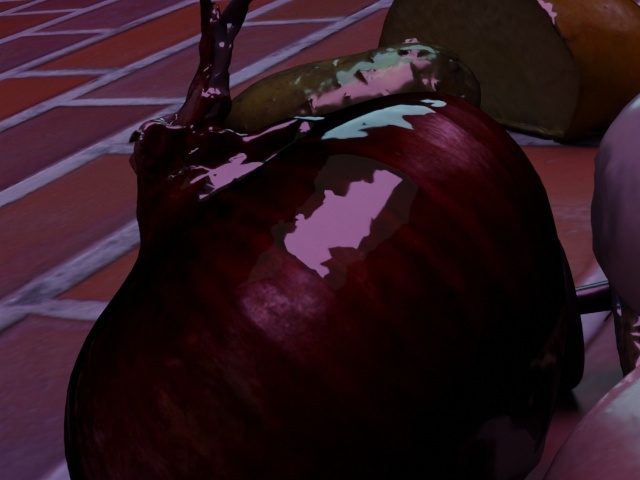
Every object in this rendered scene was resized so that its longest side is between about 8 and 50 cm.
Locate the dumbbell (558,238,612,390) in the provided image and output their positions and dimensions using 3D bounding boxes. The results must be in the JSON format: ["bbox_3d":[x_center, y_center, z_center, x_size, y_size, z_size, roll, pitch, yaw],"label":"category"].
[{"bbox_3d":[0.173,0.030,0.763,0.208,0.099,0.099,-11,20,-3],"label":"dumbbell"}]

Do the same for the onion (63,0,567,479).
[{"bbox_3d":[-0.020,0.024,0.619,0.273,0.285,0.273,-39,0,0],"label":"onion"}]

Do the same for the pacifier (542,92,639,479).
[{"bbox_3d":[0.185,0.079,0.466,0.220,0.273,0.332,6,19,-6],"label":"pacifier"}]

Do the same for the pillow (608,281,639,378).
[{"bbox_3d":[0.275,0.025,0.668,0.255,0.034,0.189,0,53,9],"label":"pillow"}]

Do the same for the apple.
[{"bbox_3d":[0.204,-0.189,1.326,0.346,0.254,0.179,20,77,56],"label":"apple"}]

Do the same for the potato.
[{"bbox_3d":[0.024,-0.110,1.214,0.251,0.113,0.149,-16,26,7],"label":"potato"}]
